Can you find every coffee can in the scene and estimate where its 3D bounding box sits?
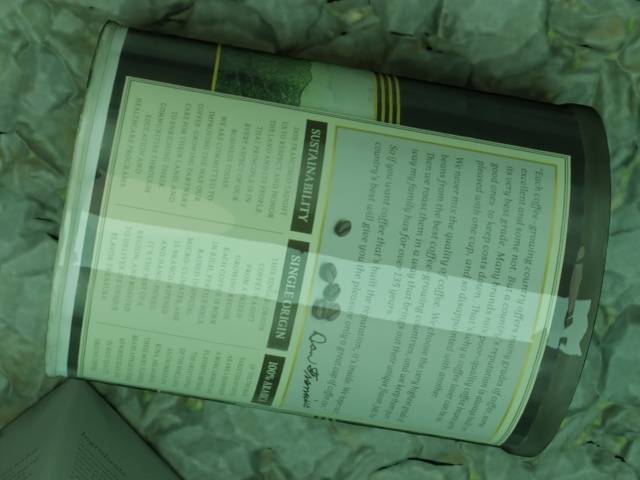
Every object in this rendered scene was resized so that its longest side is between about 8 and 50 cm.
[{"bbox_3d":[0.000,0.000,0.911,0.275,0.201,0.201,10,113,-6],"label":"coffee can"}]

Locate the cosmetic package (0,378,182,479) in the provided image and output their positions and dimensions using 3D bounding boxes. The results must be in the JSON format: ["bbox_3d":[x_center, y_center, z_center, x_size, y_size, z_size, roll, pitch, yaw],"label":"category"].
[{"bbox_3d":[-0.165,0.213,1.008,0.151,0.184,0.151,-37,108,14],"label":"cosmetic package"}]
